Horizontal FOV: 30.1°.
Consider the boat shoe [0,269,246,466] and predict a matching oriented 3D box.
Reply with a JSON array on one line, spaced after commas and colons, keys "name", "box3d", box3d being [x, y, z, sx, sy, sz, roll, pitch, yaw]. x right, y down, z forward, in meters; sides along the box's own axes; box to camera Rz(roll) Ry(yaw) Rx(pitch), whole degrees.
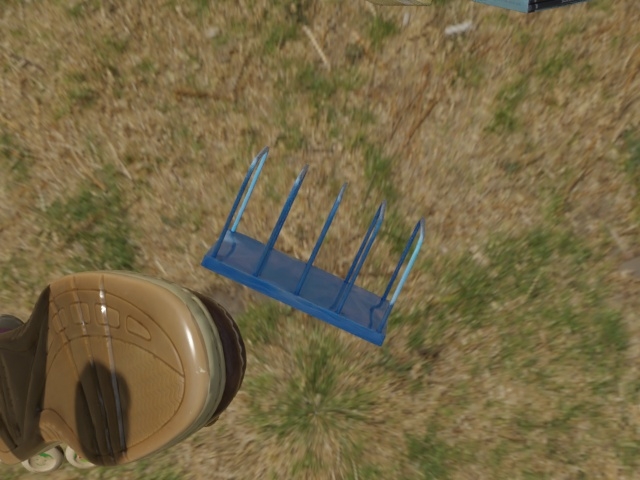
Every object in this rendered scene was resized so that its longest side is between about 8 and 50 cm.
[{"name": "boat shoe", "box3d": [-0.128, 0.087, 0.811, 0.123, 0.342, 0.123, -10, 81, -35]}]

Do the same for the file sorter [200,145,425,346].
[{"name": "file sorter", "box3d": [0.000, 0.000, 1.062, 0.170, 0.118, 0.104, 25, 104, -1]}]

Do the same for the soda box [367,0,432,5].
[{"name": "soda box", "box3d": [-0.024, -0.172, 0.579, 0.181, 0.061, 0.058, 17, 93, -28]}]

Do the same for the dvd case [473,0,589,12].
[{"name": "dvd case", "box3d": [0.141, -0.170, 0.785, 0.119, 0.087, 0.013, -18, 120, -39]}]

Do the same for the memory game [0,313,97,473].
[{"name": "memory game", "box3d": [-0.225, 0.129, 0.988, 0.186, 0.012, 0.186, -4, 126, -5]}]
